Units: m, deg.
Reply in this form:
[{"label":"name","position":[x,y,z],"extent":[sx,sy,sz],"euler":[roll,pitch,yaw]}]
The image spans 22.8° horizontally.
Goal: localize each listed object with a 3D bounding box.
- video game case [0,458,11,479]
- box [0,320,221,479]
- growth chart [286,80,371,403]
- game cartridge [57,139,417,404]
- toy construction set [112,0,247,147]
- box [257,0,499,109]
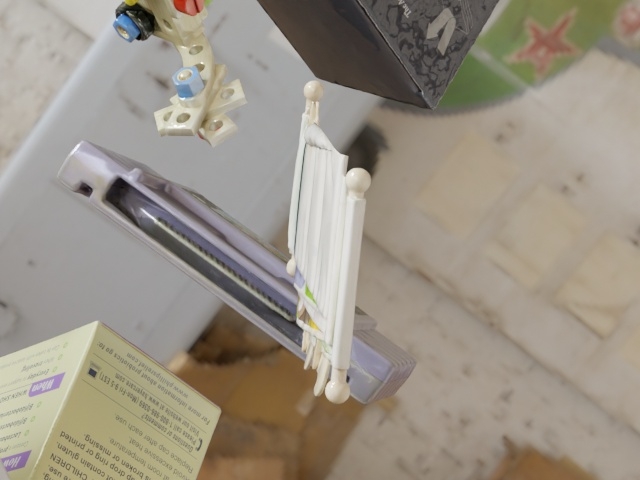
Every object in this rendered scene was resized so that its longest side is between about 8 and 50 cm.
[{"label":"video game case","position":[-0.240,0.056,0.835],"extent":[0.285,0.025,0.204],"euler":[22,-44,53]},{"label":"box","position":[-0.207,0.202,1.056],"extent":[0.117,0.213,0.243],"euler":[40,51,-28]},{"label":"growth chart","position":[0.000,0.000,1.083],"extent":[0.021,0.172,0.237],"euler":[3,18,-10]},{"label":"game cartridge","position":[-0.069,0.029,1.519],"extent":[0.355,0.068,0.230],"euler":[36,7,9]},{"label":"toy construction set","position":[-0.155,-0.267,1.683],"extent":[0.215,0.327,0.151],"euler":[24,46,38]},{"label":"box","position":[0.035,-0.183,0.860],"extent":[0.093,0.158,0.156],"euler":[20,-18,37]}]
